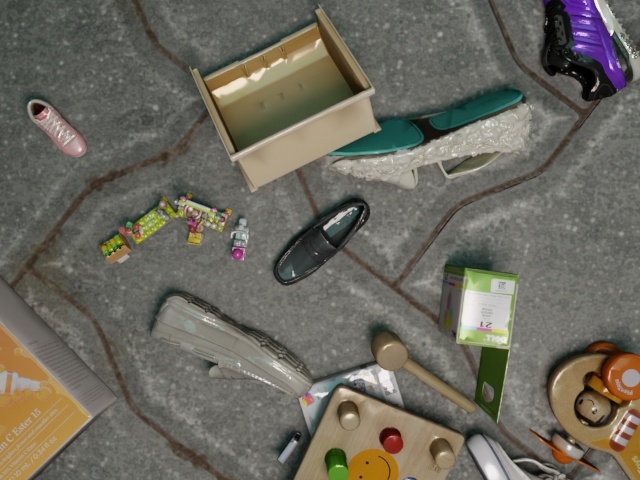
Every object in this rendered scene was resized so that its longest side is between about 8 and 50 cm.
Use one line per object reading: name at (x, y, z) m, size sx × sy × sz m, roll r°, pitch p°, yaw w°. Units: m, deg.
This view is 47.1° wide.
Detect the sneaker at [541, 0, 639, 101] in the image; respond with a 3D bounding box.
sneaker at (0.466, -0.388, 1.373) m, size 0.146 × 0.102 × 0.293 m, roll -35°, pitch 89°, yaw 0°

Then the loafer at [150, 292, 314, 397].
loafer at (-0.165, 0.211, 1.363) m, size 0.319 × 0.112 × 0.111 m, roll 28°, pitch 94°, yaw 8°

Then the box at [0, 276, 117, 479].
box at (-0.580, 0.251, 1.325) m, size 0.215 × 0.168 × 0.345 m, roll -45°, pitch 89°, yaw -1°

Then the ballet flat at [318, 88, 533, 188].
ballet flat at (0.202, -0.165, 1.361) m, size 0.409 × 0.147 × 0.147 m, roll -14°, pitch 89°, yaw 0°

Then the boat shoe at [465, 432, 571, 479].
boat shoe at (0.420, 0.479, 1.344) m, size 0.156 × 0.136 × 0.367 m, roll -35°, pitch 92°, yaw -1°

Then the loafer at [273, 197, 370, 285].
loafer at (0.000, 0.000, 1.376) m, size 0.223 × 0.078 × 0.076 m, roll -41°, pitch 89°, yaw -1°

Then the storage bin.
storage bin at (-0.065, -0.261, 1.312) m, size 0.262 × 0.123 × 0.260 m, roll -27°, pitch 59°, yaw 0°

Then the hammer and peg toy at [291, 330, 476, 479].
hammer and peg toy at (0.122, 0.366, 1.307) m, size 0.266 × 0.127 × 0.361 m, roll 24°, pitch 98°, yaw -7°

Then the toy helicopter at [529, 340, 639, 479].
toy helicopter at (0.538, 0.376, 1.348) m, size 0.235 × 0.140 × 0.355 m, roll -32°, pitch 92°, yaw 1°

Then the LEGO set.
LEGO set at (-0.277, -0.025, 1.361) m, size 0.287 × 0.107 × 0.132 m, roll -2°, pitch 89°, yaw 0°

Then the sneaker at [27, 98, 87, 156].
sneaker at (-0.501, -0.213, 1.382) m, size 0.051 × 0.070 × 0.134 m, roll -42°, pitch 91°, yaw -3°

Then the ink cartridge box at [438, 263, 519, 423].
ink cartridge box at (0.271, 0.177, 1.319) m, size 0.097 × 0.189 × 0.255 m, roll 8°, pitch 89°, yaw -1°

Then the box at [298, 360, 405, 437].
box at (0.063, 0.319, 1.392) m, size 0.186 × 0.038 × 0.145 m, roll -18°, pitch 90°, yaw -1°

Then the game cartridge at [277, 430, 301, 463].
game cartridge at (-0.059, 0.386, 1.368) m, size 0.017 × 0.083 × 0.056 m, roll 39°, pitch 90°, yaw 5°
